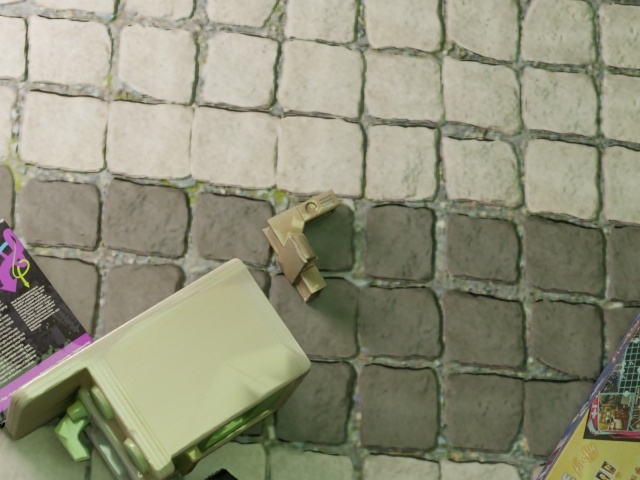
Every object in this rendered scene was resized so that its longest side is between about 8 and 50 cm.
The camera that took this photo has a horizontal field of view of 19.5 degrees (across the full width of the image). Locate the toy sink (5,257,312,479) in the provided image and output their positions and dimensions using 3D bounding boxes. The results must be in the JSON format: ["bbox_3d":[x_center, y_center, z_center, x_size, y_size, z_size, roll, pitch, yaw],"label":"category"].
[{"bbox_3d":[-0.143,0.145,1.652,0.234,0.153,0.131,-31,80,-21],"label":"toy sink"}]

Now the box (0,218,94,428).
[{"bbox_3d":[-0.293,0.075,1.712,0.116,0.029,0.162,-34,82,-21],"label":"box"}]

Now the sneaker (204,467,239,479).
[{"bbox_3d":[0.026,0.284,1.628,0.447,0.169,0.257,-25,79,-16],"label":"sneaker"}]

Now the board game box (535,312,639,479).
[{"bbox_3d":[0.322,0.202,1.786,0.165,0.042,0.243,35,68,2],"label":"board game box"}]

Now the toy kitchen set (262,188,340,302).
[{"bbox_3d":[0.000,0.000,1.777,0.075,0.068,0.083,-27,79,-19],"label":"toy kitchen set"}]
